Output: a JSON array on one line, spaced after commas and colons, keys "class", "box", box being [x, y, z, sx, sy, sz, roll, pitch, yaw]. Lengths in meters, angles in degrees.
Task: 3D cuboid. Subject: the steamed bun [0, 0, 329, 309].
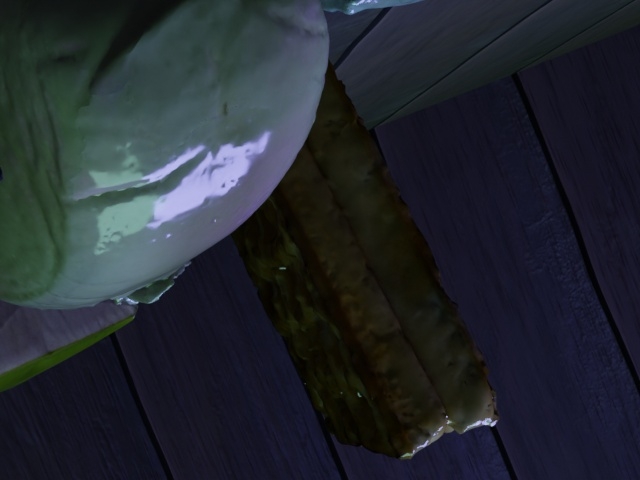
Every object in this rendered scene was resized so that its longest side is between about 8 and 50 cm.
[{"class": "steamed bun", "box": [-0.096, -0.044, 0.728, 0.170, 0.152, 0.239, -23, -177, -30]}]

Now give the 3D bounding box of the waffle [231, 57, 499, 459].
[{"class": "waffle", "box": [0.001, -0.001, 1.103, 0.091, 0.308, 0.213, -26, -178, -12]}]

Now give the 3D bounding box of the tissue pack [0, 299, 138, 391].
[{"class": "tissue pack", "box": [-0.291, 0.042, 0.990, 0.275, 0.167, 0.200, -23, 180, 29]}]

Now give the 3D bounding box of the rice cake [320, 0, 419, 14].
[{"class": "rice cake", "box": [0.060, -0.155, 0.698, 0.069, 0.063, 0.206, -15, 175, -30]}]

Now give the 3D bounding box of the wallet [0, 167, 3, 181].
[{"class": "wallet", "box": [-0.188, 0.032, 0.387, 0.232, 0.025, 0.119, -25, 179, 40]}]
